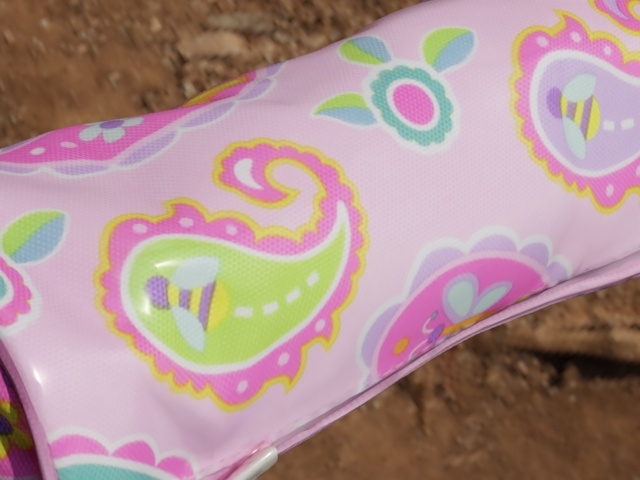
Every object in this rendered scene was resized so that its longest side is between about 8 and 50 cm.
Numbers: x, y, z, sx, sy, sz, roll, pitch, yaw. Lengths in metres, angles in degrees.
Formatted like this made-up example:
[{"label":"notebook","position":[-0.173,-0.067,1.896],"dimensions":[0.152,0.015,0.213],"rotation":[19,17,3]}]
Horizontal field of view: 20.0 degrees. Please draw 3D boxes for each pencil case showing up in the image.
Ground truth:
[{"label":"pencil case","position":[0.000,0.000,0.519],"dimensions":[0.284,0.124,0.124],"rotation":[-26,138,-34]}]
